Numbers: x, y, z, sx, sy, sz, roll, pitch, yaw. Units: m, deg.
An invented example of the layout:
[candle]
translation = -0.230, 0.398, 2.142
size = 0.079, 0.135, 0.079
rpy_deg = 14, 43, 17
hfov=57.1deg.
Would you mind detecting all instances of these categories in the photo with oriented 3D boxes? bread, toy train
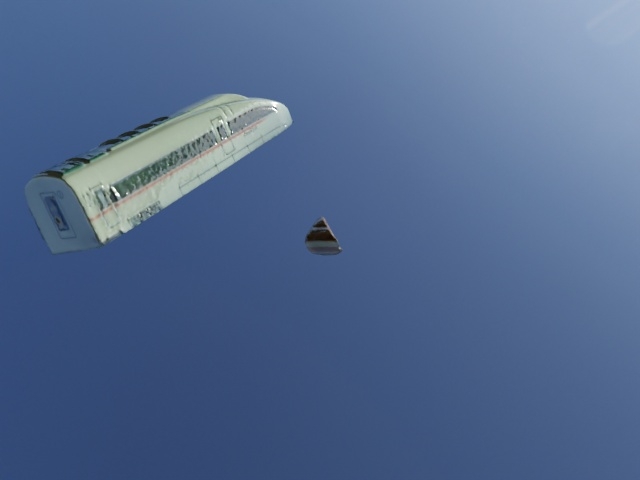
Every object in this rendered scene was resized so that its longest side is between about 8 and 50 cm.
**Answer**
[bread]
translation = 0.000, 0.000, 1.163
size = 0.062, 0.043, 0.109
rpy_deg = -30, -147, -3
[toy train]
translation = -0.160, -0.116, 0.716
size = 0.086, 0.088, 0.407
rpy_deg = -8, -157, 33
